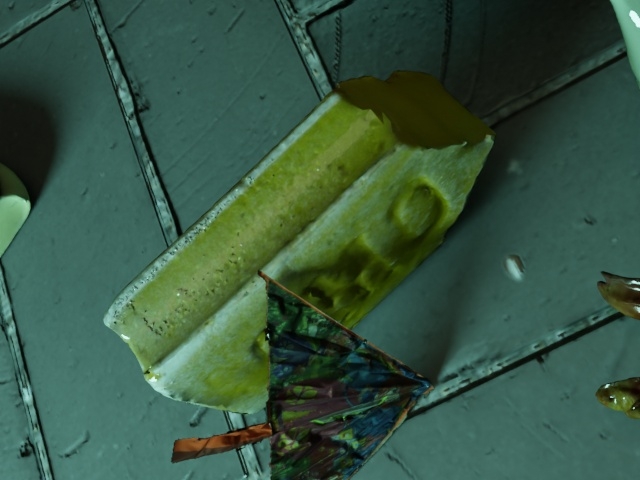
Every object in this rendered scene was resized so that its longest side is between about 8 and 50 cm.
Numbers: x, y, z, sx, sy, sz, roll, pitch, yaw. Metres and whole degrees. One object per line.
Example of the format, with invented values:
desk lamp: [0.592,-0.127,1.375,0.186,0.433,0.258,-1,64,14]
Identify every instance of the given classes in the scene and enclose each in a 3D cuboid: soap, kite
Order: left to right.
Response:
kite: [-0.007,0.109,0.573,0.189,0.232,0.009,-12,32,-24]
soap: [0.000,0.000,0.590,0.257,0.160,0.080,-43,65,5]

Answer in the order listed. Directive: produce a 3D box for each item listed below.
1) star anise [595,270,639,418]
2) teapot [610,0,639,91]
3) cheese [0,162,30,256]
star anise: [0.272,0.092,0.495,0.288,0.088,0.288,-8,70,22]
teapot: [0.310,-0.099,0.457,0.220,0.149,0.318,-31,44,-21]
cheese: [-0.378,-0.054,0.819,0.251,0.054,0.127,33,88,28]
